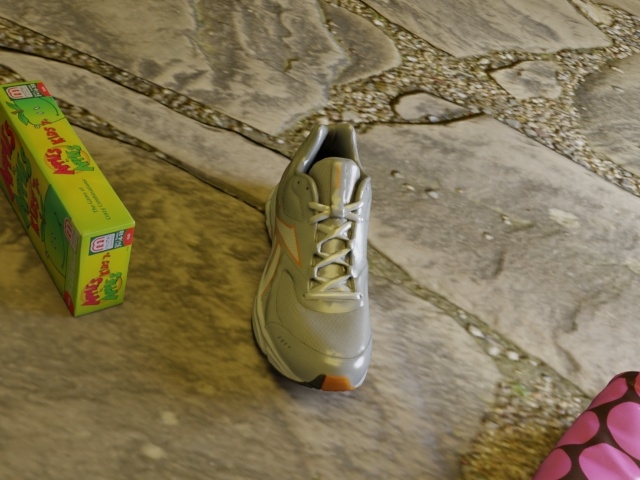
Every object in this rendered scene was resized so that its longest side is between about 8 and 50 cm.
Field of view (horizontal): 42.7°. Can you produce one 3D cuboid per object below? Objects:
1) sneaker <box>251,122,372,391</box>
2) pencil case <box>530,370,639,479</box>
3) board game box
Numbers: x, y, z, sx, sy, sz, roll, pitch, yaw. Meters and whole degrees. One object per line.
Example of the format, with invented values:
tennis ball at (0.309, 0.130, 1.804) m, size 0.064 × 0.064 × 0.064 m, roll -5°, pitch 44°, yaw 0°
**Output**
sneaker at (0.000, 0.000, 0.684) m, size 0.099 × 0.121 × 0.262 m, roll 7°, pitch 43°, yaw -15°
pencil case at (0.218, 0.182, 0.603) m, size 0.098 × 0.095 × 0.209 m, roll 5°, pitch 30°, yaw 40°
board game box at (-0.212, -0.037, 0.659) m, size 0.043 × 0.092 × 0.181 m, roll -17°, pitch 54°, yaw -34°
